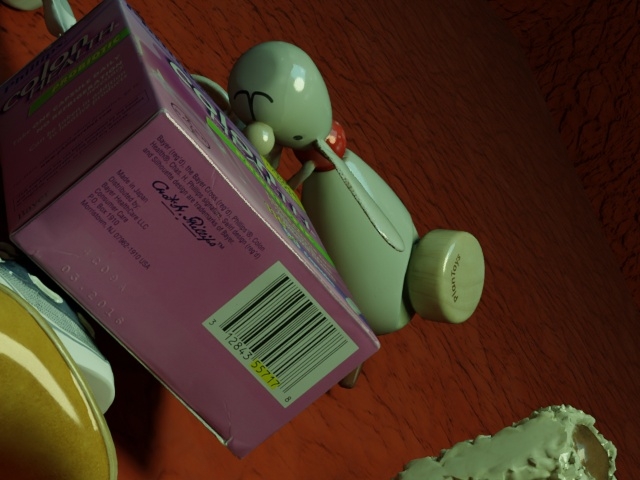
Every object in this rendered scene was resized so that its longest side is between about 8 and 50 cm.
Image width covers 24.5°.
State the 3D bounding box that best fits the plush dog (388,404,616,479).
[{"bbox_3d":[0.112,0.273,1.100,0.262,0.210,0.225,-60,136,-39],"label":"plush dog"}]

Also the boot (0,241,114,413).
[{"bbox_3d":[-0.188,0.033,0.817,0.190,0.069,0.086,50,11,-50],"label":"boot"}]

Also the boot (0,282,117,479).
[{"bbox_3d":[-0.225,0.061,0.625,0.295,0.104,0.211,50,24,-11],"label":"boot"}]

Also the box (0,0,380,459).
[{"bbox_3d":[-0.095,-0.018,0.959,0.213,0.117,0.243,48,5,-28],"label":"box"}]

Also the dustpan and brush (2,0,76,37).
[{"bbox_3d":[-0.222,-0.207,1.108,0.147,0.060,0.211,37,28,-50],"label":"dustpan and brush"}]

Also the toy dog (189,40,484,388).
[{"bbox_3d":[0.000,0.000,1.216,0.333,0.220,0.161,38,57,-31],"label":"toy dog"}]
